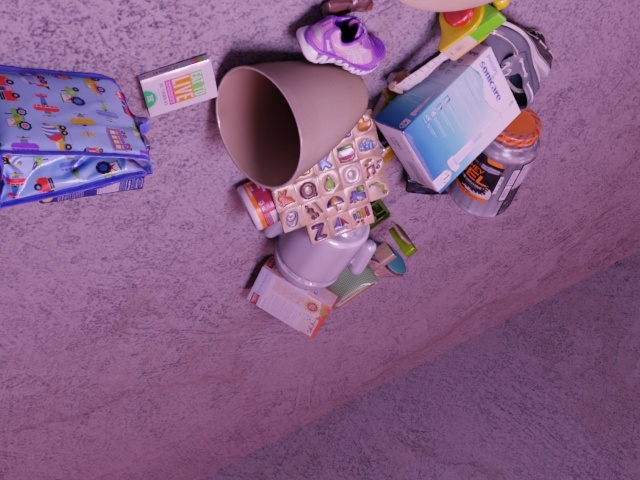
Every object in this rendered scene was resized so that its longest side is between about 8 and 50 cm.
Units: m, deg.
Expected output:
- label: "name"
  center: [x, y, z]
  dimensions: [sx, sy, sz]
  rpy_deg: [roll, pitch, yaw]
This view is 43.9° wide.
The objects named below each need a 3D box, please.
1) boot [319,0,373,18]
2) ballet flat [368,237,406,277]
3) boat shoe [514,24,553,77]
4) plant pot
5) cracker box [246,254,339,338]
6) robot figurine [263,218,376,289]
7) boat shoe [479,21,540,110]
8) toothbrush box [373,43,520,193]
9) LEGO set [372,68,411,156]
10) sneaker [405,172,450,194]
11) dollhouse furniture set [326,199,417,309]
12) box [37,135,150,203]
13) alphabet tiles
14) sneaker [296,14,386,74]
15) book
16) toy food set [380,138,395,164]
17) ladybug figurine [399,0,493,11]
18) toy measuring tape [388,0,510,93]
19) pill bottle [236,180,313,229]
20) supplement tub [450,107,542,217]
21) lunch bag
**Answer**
- label: "boot"
  center: [0.056, -0.490, 1.595]
  dimensions: [0.114, 0.037, 0.106]
  rpy_deg: [-16, 150, -17]
- label: "ballet flat"
  center: [0.164, 0.056, 2.498]
  dimensions: [0.106, 0.107, 0.316]
  rpy_deg: [-19, 154, 24]
- label: "boat shoe"
  center: [0.523, -0.491, 1.995]
  dimensions: [0.219, 0.078, 0.070]
  rpy_deg: [29, 84, -50]
- label: "plant pot"
  center: [-0.034, -0.274, 1.671]
  dimensions: [0.274, 0.256, 0.256]
  rpy_deg: [-28, 155, -37]
- label: "cracker box"
  center: [-0.083, 0.165, 2.301]
  dimensions: [0.155, 0.232, 0.067]
  rpy_deg: [-60, 178, 43]
- label: "robot figurine"
  center: [0.000, 0.000, 2.122]
  dimensions: [0.300, 0.199, 0.353]
  rpy_deg: [26, 136, -9]
- label: "boat shoe"
  center: [0.459, -0.426, 1.939]
  dimensions: [0.116, 0.099, 0.319]
  rpy_deg: [6, 164, 34]
- label: "toothbrush box"
  center: [0.305, -0.297, 1.886]
  dimensions: [0.295, 0.126, 0.216]
  rpy_deg: [-45, 128, -7]
- label: "LEGO set"
  center: [0.133, -0.276, 1.924]
  dimensions: [0.287, 0.107, 0.132]
  rpy_deg: [-37, 150, 13]
- label: "sneaker"
  center: [0.296, -0.205, 2.160]
  dimensions: [0.125, 0.139, 0.341]
  rpy_deg: [2, 173, 5]
- label: "dollhouse furniture set"
  center: [0.092, 0.029, 2.268]
  dimensions: [0.302, 0.197, 0.151]
  rpy_deg: [-36, 153, 9]
- label: "box"
  center: [-0.472, -0.146, 1.644]
  dimensions: [0.225, 0.036, 0.136]
  rpy_deg: [-13, 146, -31]
- label: "alphabet tiles"
  center: [0.015, -0.165, 1.890]
  dimensions: [0.285, 0.011, 0.342]
  rpy_deg: [-21, 117, -10]
- label: "sneaker"
  center: [0.066, -0.411, 1.634]
  dimensions: [0.236, 0.095, 0.104]
  rpy_deg: [-3, 159, -47]
- label: "book"
  center: [-0.282, -0.309, 1.576]
  dimensions: [0.144, 0.035, 0.096]
  rpy_deg: [-22, 146, -13]
- label: "toy food set"
  center: [0.138, -0.228, 2.032]
  dimensions: [0.218, 0.071, 0.128]
  rpy_deg: [-42, 170, 7]
- label: "ladybug figurine"
  center: [0.273, -0.591, 1.504]
  dimensions: [0.449, 0.162, 0.305]
  rpy_deg: [-9, 144, -32]
- label: "toy measuring tape"
  center: [0.277, -0.463, 1.785]
  dimensions: [0.330, 0.121, 0.121]
  rpy_deg: [-33, 153, 29]
- label: "pill bottle"
  center: [-0.083, -0.124, 1.949]
  dimensions: [0.221, 0.121, 0.121]
  rpy_deg: [-27, 151, -6]
- label: "supplement tub"
  center: [0.495, -0.229, 2.242]
  dimensions: [0.194, 0.193, 0.316]
  rpy_deg: [-17, 148, -23]
- label: "lunch bag"
  center: [-0.443, -0.199, 1.398]
  dimensions: [0.293, 0.221, 0.138]
  rpy_deg: [-11, 146, -30]
